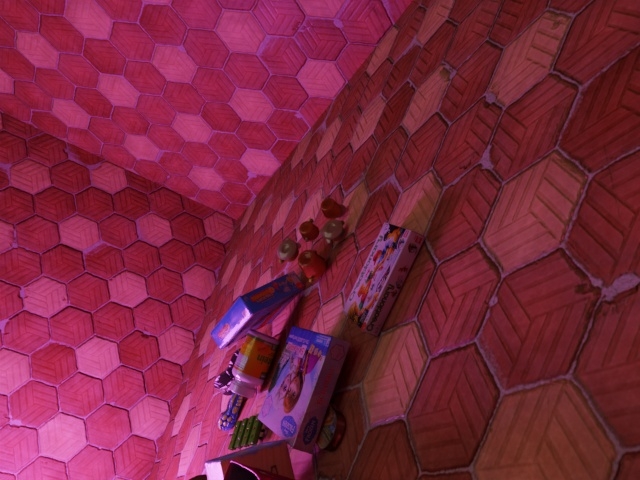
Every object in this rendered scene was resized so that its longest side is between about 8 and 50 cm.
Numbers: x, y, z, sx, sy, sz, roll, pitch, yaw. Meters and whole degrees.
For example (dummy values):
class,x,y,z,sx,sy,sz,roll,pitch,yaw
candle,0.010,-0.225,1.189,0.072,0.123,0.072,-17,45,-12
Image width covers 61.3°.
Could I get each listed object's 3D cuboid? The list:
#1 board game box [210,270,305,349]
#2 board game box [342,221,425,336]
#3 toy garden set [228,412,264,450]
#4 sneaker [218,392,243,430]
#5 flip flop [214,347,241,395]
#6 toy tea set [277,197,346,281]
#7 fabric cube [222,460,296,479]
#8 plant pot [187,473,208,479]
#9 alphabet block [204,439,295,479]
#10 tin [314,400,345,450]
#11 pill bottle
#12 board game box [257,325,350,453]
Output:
class,x,y,z,sx,sy,sz,roll,pitch,yaw
board game box,-0.254,0.281,2.181,0.302,0.086,0.308,-24,-18,-47
board game box,0.175,0.103,1.548,0.305,0.053,0.193,-65,18,1
toy garden set,-0.272,0.750,1.962,0.244,0.049,0.204,-39,30,52
sneaker,-0.369,0.715,2.272,0.078,0.067,0.188,-6,-60,-86
flip flop,-0.382,0.584,2.416,0.277,0.112,0.080,-61,-8,20
toy tea set,0.000,0.000,2.090,0.336,0.124,0.200,-48,52,-6
fabric cube,-0.103,0.683,1.235,0.254,0.258,0.259,-27,41,63
plant pot,-0.318,0.876,1.687,0.254,0.237,0.237,-15,50,48
alphabet block,-0.185,0.671,1.467,0.192,0.193,0.197,-43,59,57
tin,0.015,0.507,1.494,0.106,0.040,0.189,-61,19,-1
pill bottle,-0.267,0.489,2.140,0.246,0.136,0.136,-68,18,-9
board game box,-0.058,0.428,1.618,0.318,0.065,0.318,-8,59,66
